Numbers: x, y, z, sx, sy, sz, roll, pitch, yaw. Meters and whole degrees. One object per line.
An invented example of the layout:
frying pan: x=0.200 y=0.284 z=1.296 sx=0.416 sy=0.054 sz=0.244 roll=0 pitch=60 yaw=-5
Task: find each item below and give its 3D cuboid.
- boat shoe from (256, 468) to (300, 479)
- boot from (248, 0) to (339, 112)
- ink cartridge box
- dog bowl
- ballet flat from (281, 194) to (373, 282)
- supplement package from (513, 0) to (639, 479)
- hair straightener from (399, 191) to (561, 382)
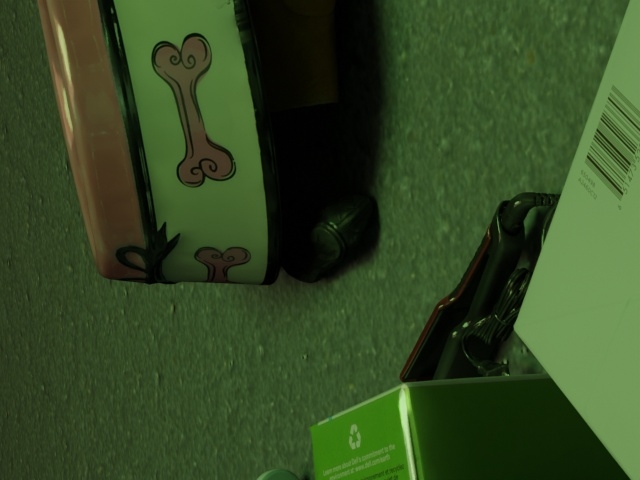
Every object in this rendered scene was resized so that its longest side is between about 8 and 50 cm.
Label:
boat shoe: x=-0.044 y=0.296 z=1.460 sx=0.083 sy=0.065 sz=0.183 roll=-20 pitch=76 yaw=62
boot: x=-0.008 y=-0.215 z=1.311 sx=0.295 sy=0.104 sz=0.211 roll=159 pitch=101 yaw=-69
ink cartridge box: x=0.134 y=0.119 z=0.932 sx=0.255 sy=0.189 sz=0.097 roll=-37 pitch=58 yaw=58
dog bowl: x=-0.153 y=-0.146 z=1.408 sx=0.408 sy=0.150 sz=0.407 roll=168 pitch=90 yaw=-81
ballet flat: x=0.000 y=0.000 z=1.380 sx=0.057 sy=0.049 sz=0.173 roll=54 pitch=158 yaw=-7
supplement package: x=0.231 y=-0.006 z=0.764 sx=0.204 sy=0.145 sz=0.261 roll=56 pitch=140 yaw=46
hair straightener: x=0.123 y=0.056 z=1.127 sx=0.230 sy=0.047 sz=0.089 roll=-62 pitch=40 yaw=40
